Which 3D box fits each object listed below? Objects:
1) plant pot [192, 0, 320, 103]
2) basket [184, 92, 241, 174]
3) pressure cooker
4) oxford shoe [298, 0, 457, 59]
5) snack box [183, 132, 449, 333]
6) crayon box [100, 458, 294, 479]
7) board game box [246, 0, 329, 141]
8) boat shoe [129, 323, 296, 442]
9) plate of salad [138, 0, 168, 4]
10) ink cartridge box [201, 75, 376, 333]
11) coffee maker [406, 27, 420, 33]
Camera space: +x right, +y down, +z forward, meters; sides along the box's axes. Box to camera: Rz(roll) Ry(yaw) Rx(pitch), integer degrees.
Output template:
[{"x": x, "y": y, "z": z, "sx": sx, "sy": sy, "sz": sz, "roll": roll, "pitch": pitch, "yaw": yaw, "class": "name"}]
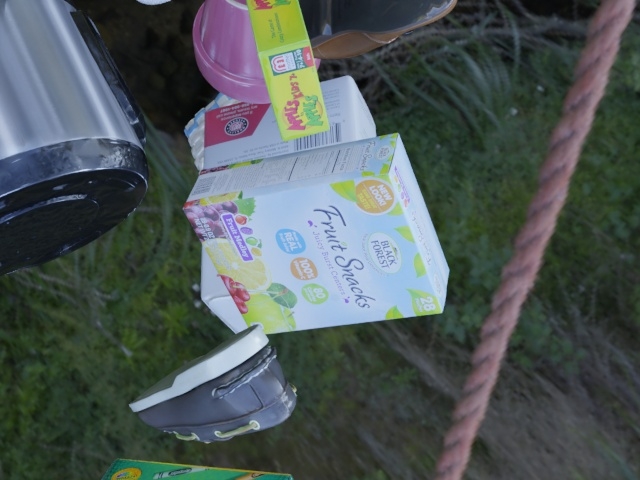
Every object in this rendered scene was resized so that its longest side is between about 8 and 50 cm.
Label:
[{"x": -0.092, "y": -0.335, "z": 1.457, "sx": 0.201, "sy": 0.201, "sz": 0.180, "roll": -33, "pitch": 160, "yaw": -18, "class": "plant pot"}, {"x": -0.125, "y": -0.151, "z": 2.015, "sx": 0.201, "sy": 0.289, "sz": 0.255, "roll": -46, "pitch": 154, "yaw": 16, "class": "basket"}, {"x": -0.477, "y": -0.193, "z": 1.393, "sx": 0.370, "sy": 0.420, "sz": 0.375, "roll": -31, "pitch": 167, "yaw": 18, "class": "pressure cooker"}, {"x": 0.057, "y": -0.227, "z": 0.992, "sx": 0.076, "sy": 0.212, "sz": 0.076, "roll": 20, "pitch": 73, "yaw": -45, "class": "oxford shoe"}, {"x": 0.000, "y": 0.000, "z": 0.943, "sx": 0.207, "sy": 0.070, "sz": 0.174, "roll": -10, "pitch": 127, "yaw": 21, "class": "snack box"}, {"x": -0.136, "y": 0.365, "z": 1.233, "sx": 0.081, "sy": 0.279, "sz": 0.165, "roll": -60, "pitch": 136, "yaw": -43, "class": "crayon box"}, {"x": -0.035, "y": -0.180, "z": 0.860, "sx": 0.043, "sy": 0.181, "sz": 0.092, "roll": -14, "pitch": 134, "yaw": 1, "class": "board game box"}, {"x": -0.089, "y": 0.128, "z": 0.774, "sx": 0.081, "sy": 0.068, "sz": 0.228, "roll": -34, "pitch": 180, "yaw": -29, "class": "boat shoe"}, {"x": -0.220, "y": -0.450, "z": 1.542, "sx": 0.200, "sy": 0.048, "sz": 0.200, "roll": -41, "pitch": 162, "yaw": -17, "class": "plate of salad"}, {"x": -0.046, "y": -0.056, "z": 1.670, "sx": 0.279, "sy": 0.384, "sz": 0.160, "roll": -11, "pitch": 149, "yaw": 15, "class": "ink cartridge box"}, {"x": 0.110, "y": -0.472, "z": 1.740, "sx": 0.120, "sy": 0.178, "sz": 0.171, "roll": -47, "pitch": 146, "yaw": 19, "class": "coffee maker"}]
